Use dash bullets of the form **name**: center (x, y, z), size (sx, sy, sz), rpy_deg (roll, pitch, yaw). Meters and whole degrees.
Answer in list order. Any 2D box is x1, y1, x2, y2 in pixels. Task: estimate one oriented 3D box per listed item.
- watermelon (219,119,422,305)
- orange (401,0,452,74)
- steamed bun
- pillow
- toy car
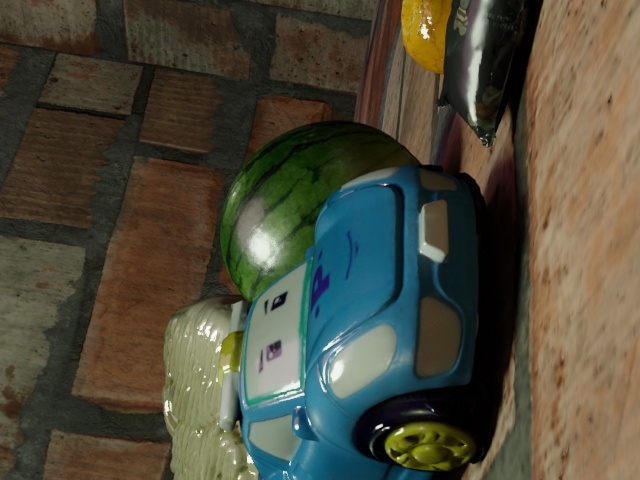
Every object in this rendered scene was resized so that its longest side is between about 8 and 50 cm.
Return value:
- **watermelon**: center (0.000, 0.000, 0.861), size (0.214, 0.188, 0.188), rpy_deg (-46, 5, 5)
- **orange**: center (0.096, -0.162, 0.732), size (0.083, 0.070, 0.083), rpy_deg (-178, 90, -78)
- **steamed bun**: center (-0.036, 0.208, 1.109), size (0.324, 0.220, 0.309), rpy_deg (-13, 81, 62)
- **pillow**: center (0.106, -0.142, 0.631), size (0.090, 0.048, 0.150), rpy_deg (-78, 0, -67)
- **toy car**: center (0.016, 0.081, 0.667), size (0.314, 0.166, 0.198), rpy_deg (102, 173, -53)
